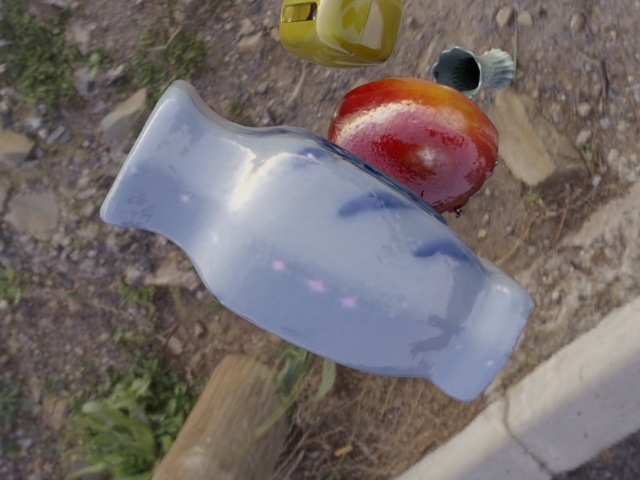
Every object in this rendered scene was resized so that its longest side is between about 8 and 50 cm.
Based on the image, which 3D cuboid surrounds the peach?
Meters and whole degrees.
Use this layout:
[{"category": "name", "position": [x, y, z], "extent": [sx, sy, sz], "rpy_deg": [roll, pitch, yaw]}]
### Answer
[{"category": "peach", "position": [0.123, -0.115, 1.282], "extent": [0.226, 0.190, 0.196], "rpy_deg": [11, 113, 13]}]

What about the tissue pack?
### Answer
[{"category": "tissue pack", "position": [0.018, -0.308, 1.376], "extent": [0.127, 0.178, 0.123], "rpy_deg": [11, 93, -31]}]

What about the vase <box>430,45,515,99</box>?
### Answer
[{"category": "vase", "position": [0.230, -0.246, 1.432], "extent": [0.081, 0.148, 0.081], "rpy_deg": [10, 108, 32]}]

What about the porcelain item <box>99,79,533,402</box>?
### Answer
[{"category": "porcelain item", "position": [0.000, 0.000, 0.970], "extent": [0.405, 0.242, 0.178], "rpy_deg": [28, 99, -10]}]
